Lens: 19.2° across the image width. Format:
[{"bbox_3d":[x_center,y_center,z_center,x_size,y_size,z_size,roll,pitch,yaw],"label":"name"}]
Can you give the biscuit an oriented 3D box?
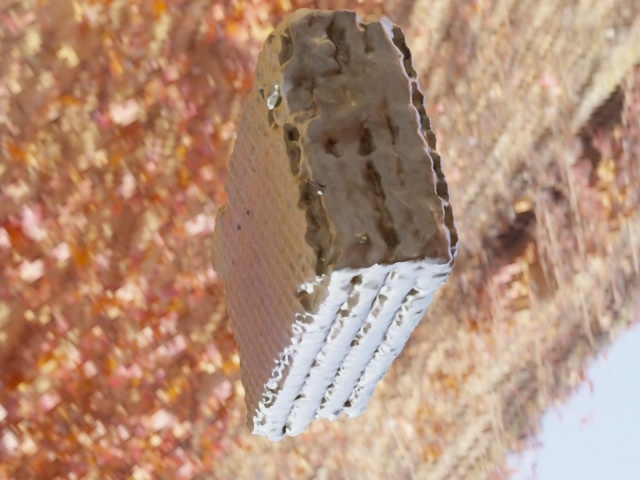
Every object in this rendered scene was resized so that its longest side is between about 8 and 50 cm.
[{"bbox_3d":[0.000,0.000,0.775,0.062,0.239,0.108,-9,-109,-13],"label":"biscuit"}]
